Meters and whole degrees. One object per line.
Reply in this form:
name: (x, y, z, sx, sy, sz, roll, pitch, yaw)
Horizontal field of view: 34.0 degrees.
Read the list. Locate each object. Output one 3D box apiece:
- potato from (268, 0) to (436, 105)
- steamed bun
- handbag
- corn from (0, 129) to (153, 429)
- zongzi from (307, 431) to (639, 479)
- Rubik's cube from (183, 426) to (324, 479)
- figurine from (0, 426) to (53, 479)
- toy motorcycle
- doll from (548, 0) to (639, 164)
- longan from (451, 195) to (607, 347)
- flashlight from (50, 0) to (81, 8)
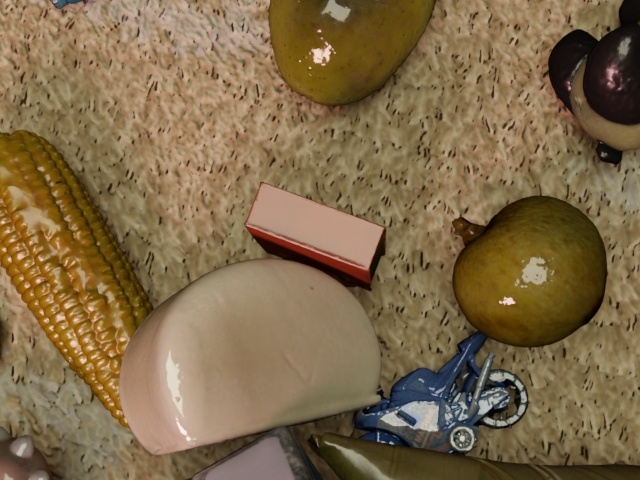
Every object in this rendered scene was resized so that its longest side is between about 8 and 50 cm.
potato: (0.037, -0.263, 1.107, 0.169, 0.143, 0.248, 23, 93, 2)
steamed bun: (-0.071, 0.109, 1.019, 0.242, 0.146, 0.164, -8, 78, -32)
handbag: (0.000, 0.000, 1.045, 0.127, 0.190, 0.063, 20, 82, 7)
corn: (-0.258, 0.035, 1.094, 0.120, 0.120, 0.363, -35, 84, -1)
zongzi: (0.161, 0.406, 0.935, 0.418, 0.181, 0.447, 12, 71, -11)
Rubik's cube: (-0.061, 0.403, 0.888, 0.304, 0.301, 0.305, -28, 125, -2)
figurine: (-0.349, 0.367, 1.028, 0.248, 0.203, 0.380, -4, 96, 18)
toy motorcycle: (0.110, 0.176, 1.079, 0.205, 0.076, 0.114, -28, 75, -1)
doll: (0.355, -0.191, 1.083, 0.234, 0.143, 0.135, -36, 106, -3)
longan: (0.204, 0.025, 1.056, 0.176, 0.145, 0.155, 42, 43, 22)
flashlight: (-0.247, -0.303, 1.177, 0.129, 0.051, 0.051, -32, 82, 5)
